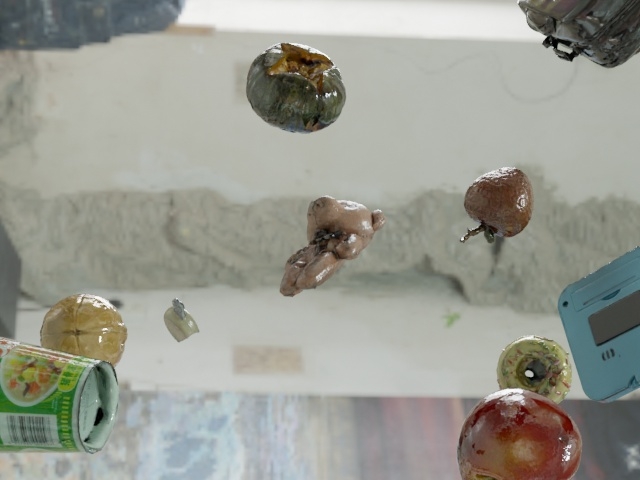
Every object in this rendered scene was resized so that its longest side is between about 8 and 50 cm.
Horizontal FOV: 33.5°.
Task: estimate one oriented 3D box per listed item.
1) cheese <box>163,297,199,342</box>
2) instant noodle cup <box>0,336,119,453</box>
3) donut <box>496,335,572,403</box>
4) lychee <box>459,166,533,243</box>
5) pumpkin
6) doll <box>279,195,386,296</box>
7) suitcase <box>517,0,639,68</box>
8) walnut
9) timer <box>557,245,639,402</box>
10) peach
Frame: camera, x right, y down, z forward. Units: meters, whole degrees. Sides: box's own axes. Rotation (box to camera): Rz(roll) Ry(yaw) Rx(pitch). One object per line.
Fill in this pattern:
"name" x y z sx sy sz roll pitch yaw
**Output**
"cheese" -0.328 0.191 2.514 0.047 0.092 0.171 -43 178 -24
"instant noodle cup" -0.449 0.244 1.644 0.207 0.233 0.207 5 90 -77
"donut" 0.466 0.291 2.332 0.068 0.175 0.174 28 60 -66
"lychee" 0.258 -0.050 1.598 0.101 0.140 0.114 58 7 35
"pumpkin" -0.059 -0.341 2.413 0.238 0.238 0.159 -93 -166 -49
"doll" 0.000 0.000 2.263 0.303 0.201 0.156 -45 115 -52
"suitcase" 0.543 -0.488 1.986 0.339 0.188 0.345 -47 -161 10
"walnut" -0.441 0.181 1.988 0.197 0.165 0.165 122 -30 -73
"timer" 0.579 0.164 1.982 0.232 0.091 0.250 -34 -135 33
"peach" 0.362 0.372 1.930 0.199 0.243 0.243 57 8 -19
